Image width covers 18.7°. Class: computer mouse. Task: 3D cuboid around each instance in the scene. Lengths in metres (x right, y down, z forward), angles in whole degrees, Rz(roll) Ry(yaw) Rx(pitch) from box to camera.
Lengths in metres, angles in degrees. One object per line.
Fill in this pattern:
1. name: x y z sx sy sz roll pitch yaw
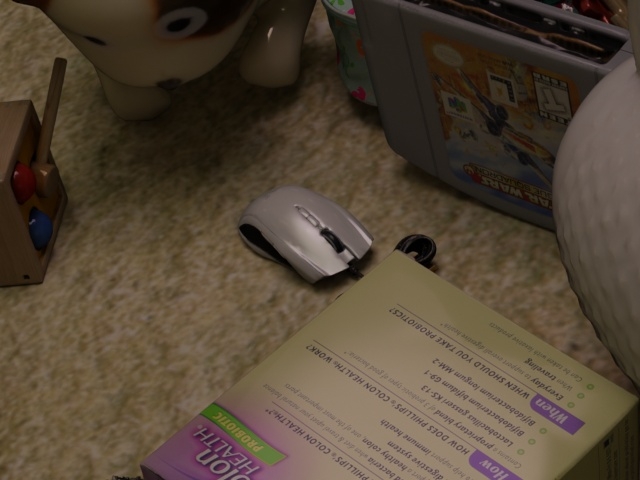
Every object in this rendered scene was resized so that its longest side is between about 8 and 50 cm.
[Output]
1. computer mouse: 0.000 0.000 1.536 0.106 0.042 0.193 -37 44 -23

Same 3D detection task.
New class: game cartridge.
1. game cartridge: 0.158 -0.096 1.474 0.297 0.198 0.062 23 52 34

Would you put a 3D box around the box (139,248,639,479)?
1. box: 0.050 0.158 1.257 0.213 0.117 0.243 32 57 33

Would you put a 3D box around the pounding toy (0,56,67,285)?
1. pounding toy: -0.254 -0.057 1.615 0.100 0.130 0.141 -5 40 12

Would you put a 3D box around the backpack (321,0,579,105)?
1. backpack: 0.125 -0.220 1.654 0.254 0.191 0.225 -7 41 18

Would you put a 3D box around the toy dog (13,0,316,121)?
1. toy dog: -0.122 -0.290 1.661 0.285 0.395 0.408 0 32 5

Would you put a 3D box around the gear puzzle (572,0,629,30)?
1. gear puzzle: 0.257 -0.153 1.485 0.044 0.339 0.175 -40 0 32

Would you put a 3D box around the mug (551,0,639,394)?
1. mug: 0.289 -0.024 1.184 0.276 0.374 0.328 -33 39 -11

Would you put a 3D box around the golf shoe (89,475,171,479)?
1. golf shoe: -0.075 0.194 1.140 0.198 0.077 0.094 14 91 36
